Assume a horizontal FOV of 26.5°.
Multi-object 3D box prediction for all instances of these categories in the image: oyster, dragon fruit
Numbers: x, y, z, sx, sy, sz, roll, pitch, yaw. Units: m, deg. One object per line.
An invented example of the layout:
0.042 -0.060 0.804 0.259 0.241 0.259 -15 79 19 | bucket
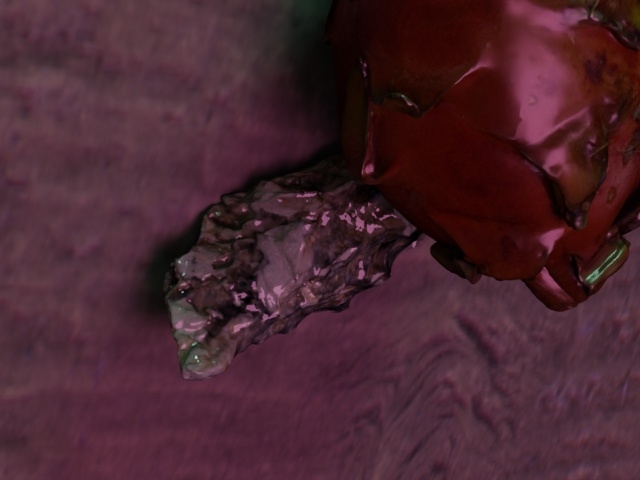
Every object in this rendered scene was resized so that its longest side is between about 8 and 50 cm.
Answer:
-0.002 -0.002 0.996 0.252 0.087 0.199 3 116 -52 | oyster
0.123 -0.111 0.912 0.250 0.250 0.315 -49 121 -2 | dragon fruit
